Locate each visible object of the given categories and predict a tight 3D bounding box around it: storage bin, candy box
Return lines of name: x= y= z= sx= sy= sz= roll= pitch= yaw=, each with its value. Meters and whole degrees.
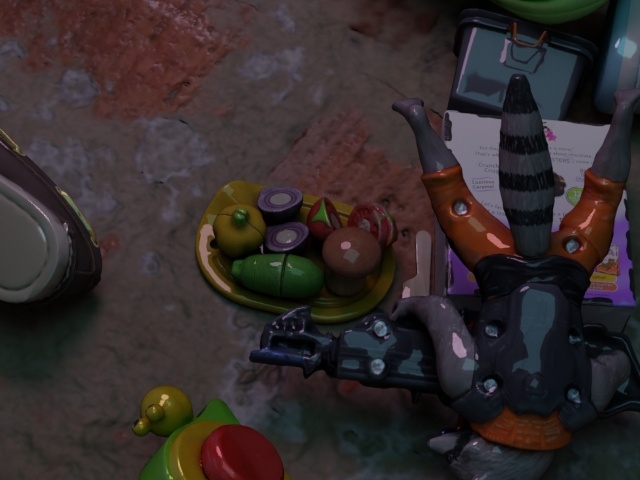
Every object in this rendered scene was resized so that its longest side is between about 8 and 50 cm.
storage bin: x=0.182 y=-0.148 z=1.659 sx=0.135 sy=0.098 sz=0.091 roll=16 pitch=67 yaw=4
candy box: x=0.186 y=-0.013 z=1.579 sx=0.165 sy=0.070 sz=0.196 roll=5 pitch=57 yaw=-3

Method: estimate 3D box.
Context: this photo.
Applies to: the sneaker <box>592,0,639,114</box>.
sneaker: x=0.390 y=-0.239 z=1.722 sx=0.208 sy=0.127 sz=0.319 roll=14 pitch=66 yaw=5

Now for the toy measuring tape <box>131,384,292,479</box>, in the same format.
toy measuring tape: x=-0.048 y=0.246 z=1.356 sx=0.121 sy=0.121 sz=0.330 roll=-29 pitch=70 yaw=-23

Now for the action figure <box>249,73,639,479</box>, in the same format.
action figure: x=0.115 y=0.045 z=1.411 sx=0.341 sy=0.178 sz=0.330 roll=-1 pitch=84 yaw=-4

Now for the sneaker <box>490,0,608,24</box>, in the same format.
sneaker: x=0.089 y=-0.373 z=1.696 sx=0.483 sy=0.202 sz=0.185 roll=23 pitch=57 yaw=28

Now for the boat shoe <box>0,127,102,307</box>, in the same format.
boat shoe: x=-0.317 y=-0.060 z=1.537 sx=0.324 sy=0.097 sz=0.116 roll=39 pitch=102 yaw=22

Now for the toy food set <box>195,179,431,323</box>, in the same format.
toy food set: x=0.000 y=0.000 z=1.548 sx=0.218 sy=0.071 sz=0.128 roll=13 pitch=56 yaw=2
